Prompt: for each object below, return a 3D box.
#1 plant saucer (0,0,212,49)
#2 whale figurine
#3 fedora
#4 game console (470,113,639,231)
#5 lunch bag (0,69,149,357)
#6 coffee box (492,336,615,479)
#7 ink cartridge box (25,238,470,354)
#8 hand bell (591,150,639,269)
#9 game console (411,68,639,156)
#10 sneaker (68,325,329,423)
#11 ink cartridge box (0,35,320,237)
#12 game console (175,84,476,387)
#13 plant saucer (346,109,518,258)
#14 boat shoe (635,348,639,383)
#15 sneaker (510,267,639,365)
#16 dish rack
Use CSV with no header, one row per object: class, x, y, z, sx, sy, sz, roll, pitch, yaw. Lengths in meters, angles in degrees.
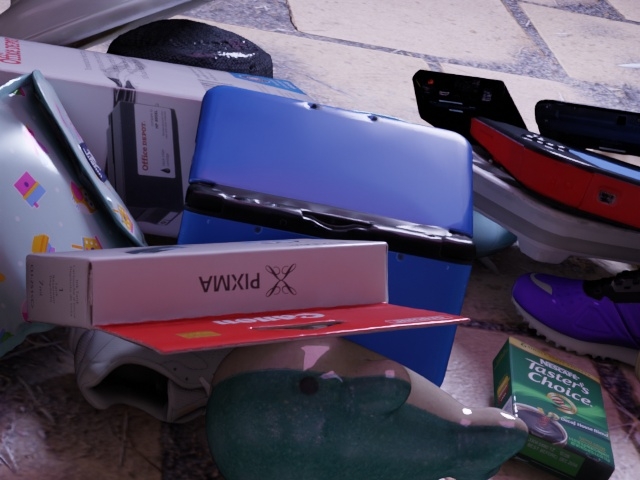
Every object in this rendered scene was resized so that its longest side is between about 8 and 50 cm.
plant saucer,-0.291,-0.314,2.078,0.400,0.100,0.400,-21,7,3
whale figurine,0.035,0.176,1.354,0.272,0.216,0.141,14,61,-8
fedora,-0.179,-0.200,2.079,0.334,0.152,0.334,11,23,-5
game console,0.388,-0.063,1.898,0.386,0.060,0.342,17,13,-11
lunch bag,-0.286,-0.033,1.519,0.223,0.160,0.262,57,35,-6
coffee box,0.230,0.171,1.583,0.113,0.040,0.184,25,23,-5
ink cartridge box,-0.065,0.039,1.353,0.296,0.066,0.261,-3,4,-32
hand bell,0.415,-0.011,2.072,0.126,0.126,0.242,7,36,-14
game console,0.301,-0.150,2.061,0.361,0.044,0.213,11,-11,19
sneaker,-0.104,0.129,1.478,0.262,0.099,0.121,2,33,-8
ink cartridge box,-0.212,-0.115,1.798,0.395,0.166,0.285,8,12,-13
game console,0.000,0.000,1.631,0.293,0.250,0.173,11,15,-6
plant saucer,0.109,-0.065,2.023,0.317,0.043,0.317,17,29,-10
boat shoe,0.502,0.166,1.667,0.341,0.121,0.110,12,23,-6
sneaker,0.365,0.067,1.783,0.293,0.146,0.102,21,24,15
dish rack,0.294,-0.033,1.924,0.333,0.072,0.285,7,18,-39
